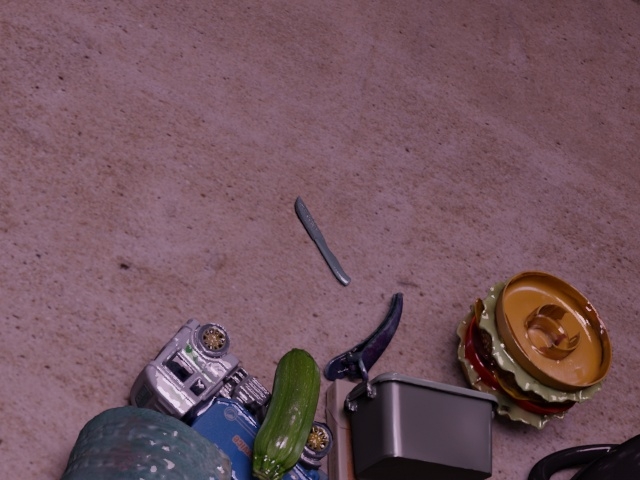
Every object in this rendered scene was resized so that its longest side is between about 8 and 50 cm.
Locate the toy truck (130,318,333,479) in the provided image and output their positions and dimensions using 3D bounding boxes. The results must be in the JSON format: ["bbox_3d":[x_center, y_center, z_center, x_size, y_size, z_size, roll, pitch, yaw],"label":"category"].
[{"bbox_3d":[-0.124,0.298,1.563,0.367,0.146,0.175,45,48,6],"label":"toy truck"}]

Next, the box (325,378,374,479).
[{"bbox_3d":[0.111,0.412,1.687,0.204,0.051,0.365,16,48,-21],"label":"box"}]

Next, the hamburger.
[{"bbox_3d":[0.382,0.210,1.915,0.274,0.212,0.274,15,51,-20],"label":"hamburger"}]

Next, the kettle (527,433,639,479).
[{"bbox_3d":[0.517,0.461,1.837,0.290,0.207,0.268,-15,35,-31],"label":"kettle"}]

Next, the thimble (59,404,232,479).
[{"bbox_3d":[-0.236,0.337,1.408,0.235,0.198,0.143,6,45,10],"label":"thimble"}]

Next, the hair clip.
[{"bbox_3d":[0.106,0.173,1.877,0.275,0.083,0.048,-43,124,-51],"label":"hair clip"}]

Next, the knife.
[{"bbox_3d":[0.000,0.001,1.983,0.028,0.015,0.210,-17,65,-34],"label":"knife"}]

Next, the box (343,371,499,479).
[{"bbox_3d":[0.162,0.315,1.658,0.243,0.163,0.135,16,56,-23],"label":"box"}]

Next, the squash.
[{"bbox_3d":[-0.047,0.251,1.497,0.077,0.068,0.219,16,52,4],"label":"squash"}]
